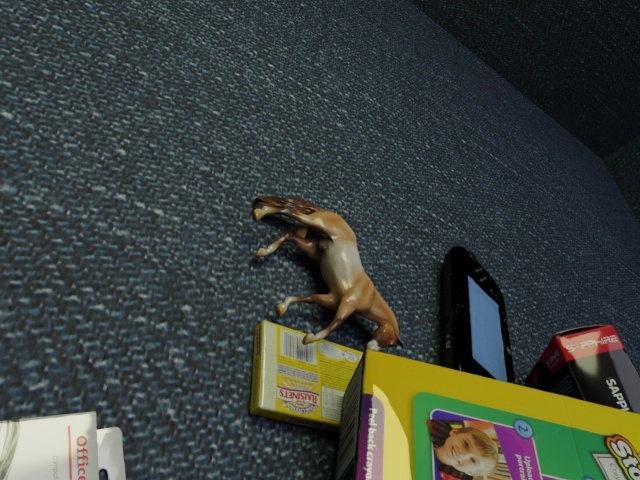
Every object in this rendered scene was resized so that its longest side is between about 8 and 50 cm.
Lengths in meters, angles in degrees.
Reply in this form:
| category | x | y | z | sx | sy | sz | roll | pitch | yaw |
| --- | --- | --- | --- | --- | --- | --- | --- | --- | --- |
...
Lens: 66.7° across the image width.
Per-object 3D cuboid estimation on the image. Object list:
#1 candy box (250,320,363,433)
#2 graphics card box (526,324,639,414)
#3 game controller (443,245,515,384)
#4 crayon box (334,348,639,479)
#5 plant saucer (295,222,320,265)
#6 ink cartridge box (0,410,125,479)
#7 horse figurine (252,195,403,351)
| category | x | y | z | sx | sy | sz | roll | pitch | yaw |
| --- | --- | --- | --- | --- | --- | --- | --- | --- | --- |
| candy box | 0.013 | 0.173 | 0.581 | 0.205 | 0.027 | 0.105 | 24 | 45 | -28 |
| graphics card box | 0.427 | 0.334 | 0.696 | 0.233 | 0.094 | 0.371 | 73 | 6 | -57 |
| game controller | 0.267 | 0.153 | 0.814 | 0.166 | 0.067 | 0.319 | 35 | 41 | -18 |
| crayon box | 0.163 | 0.298 | 0.406 | 0.312 | 0.106 | 0.363 | 15 | 42 | -2 |
| plant saucer | 0.000 | 0.000 | 0.725 | 0.083 | 0.015 | 0.084 | 25 | 44 | -27 |
| ink cartridge box | -0.213 | 0.180 | 0.330 | 0.180 | 0.060 | 0.104 | 8 | 53 | -40 |
| horse figurine | 0.004 | 0.033 | 0.645 | 0.174 | 0.066 | 0.264 | -7 | 61 | -38 |
